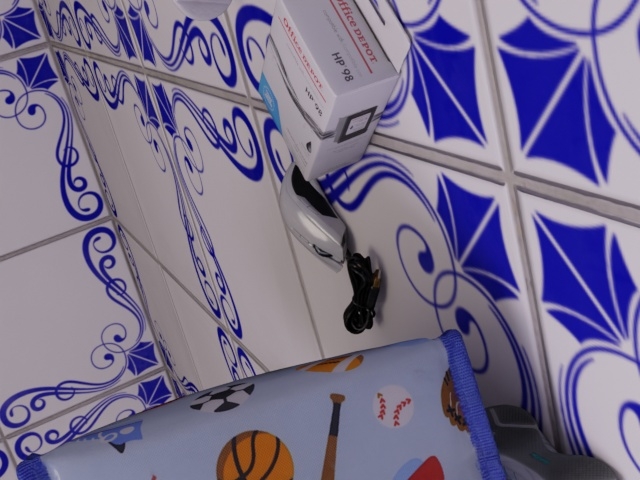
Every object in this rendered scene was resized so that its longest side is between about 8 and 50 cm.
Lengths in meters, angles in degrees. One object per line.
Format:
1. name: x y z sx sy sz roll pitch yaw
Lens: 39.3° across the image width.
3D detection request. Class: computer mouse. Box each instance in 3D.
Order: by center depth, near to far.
1. computer mouse: 0.000 0.000 0.933 0.193 0.042 0.106 56 159 30

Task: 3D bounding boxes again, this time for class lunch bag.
1. lunch bag: -0.045 0.239 0.762 0.385 0.327 0.239 129 127 -74

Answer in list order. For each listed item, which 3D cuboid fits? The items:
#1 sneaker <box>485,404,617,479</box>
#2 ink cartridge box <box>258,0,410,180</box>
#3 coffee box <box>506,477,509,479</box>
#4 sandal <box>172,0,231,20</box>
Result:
1. sneaker: 0.162 0.176 0.675 0.152 0.053 0.061 34 145 58
2. ink cartridge box: 0.005 -0.139 0.732 0.104 0.060 0.180 62 161 17
3. coffee box: 0.143 0.253 0.828 0.113 0.040 0.184 49 154 48
4. sandal: -0.170 -0.351 0.908 0.076 0.102 0.265 22 134 61
